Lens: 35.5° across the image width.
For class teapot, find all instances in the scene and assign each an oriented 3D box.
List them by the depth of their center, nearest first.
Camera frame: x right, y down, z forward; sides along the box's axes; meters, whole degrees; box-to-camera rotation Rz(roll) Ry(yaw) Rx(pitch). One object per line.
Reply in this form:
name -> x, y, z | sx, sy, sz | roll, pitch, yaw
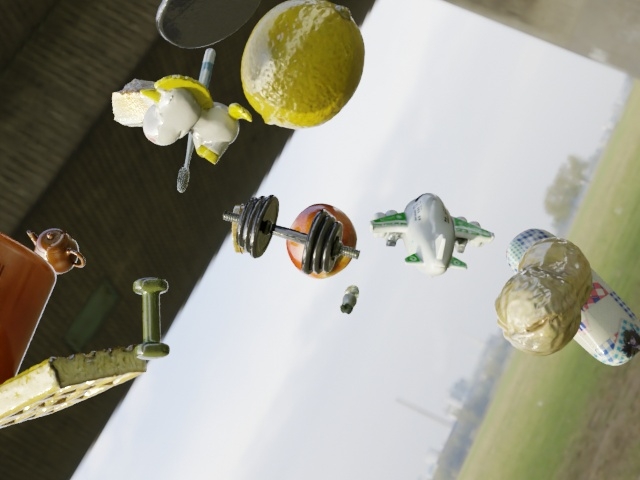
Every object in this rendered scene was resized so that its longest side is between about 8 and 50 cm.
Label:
teapot -> -0.661, 0.020, 2.499 | 0.116, 0.173, 0.116 | -53, -25, -38

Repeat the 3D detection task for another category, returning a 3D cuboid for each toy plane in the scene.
toy plane -> 0.151, -0.010, 1.366 | 0.174, 0.174, 0.080 | -47, -31, -55

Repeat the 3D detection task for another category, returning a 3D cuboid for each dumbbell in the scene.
dumbbell -> -0.043, -0.008, 1.443 | 0.099, 0.208, 0.099 | 17, -90, -79
dumbbell -> -0.245, 0.113, 1.445 | 0.046, 0.052, 0.118 | 115, 151, -73

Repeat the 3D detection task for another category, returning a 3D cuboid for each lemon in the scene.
lemon -> -0.035, -0.357, 2.022 | 0.267, 0.267, 0.267 | -59, -14, -24

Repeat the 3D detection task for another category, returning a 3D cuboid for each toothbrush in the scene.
toothbrush -> -0.224, -0.219, 1.788 | 0.025, 0.019, 0.276 | 79, -159, -76

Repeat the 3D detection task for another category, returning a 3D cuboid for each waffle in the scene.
waffle -> -0.427, 0.236, 1.588 | 0.221, 0.055, 0.248 | -26, -10, 21

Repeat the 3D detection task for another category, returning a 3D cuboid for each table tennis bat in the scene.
table tennis bat -> -0.158, -0.309, 1.256 | 0.150, 0.027, 0.236 | -37, -21, 16

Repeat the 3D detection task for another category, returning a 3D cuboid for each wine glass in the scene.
wine glass -> 0.068, 0.139, 2.339 | 0.042, 0.039, 0.083 | -46, 7, 26

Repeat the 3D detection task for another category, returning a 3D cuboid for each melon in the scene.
melon -> -0.430, -0.361, 2.503 | 0.093, 0.202, 0.140 | 64, -142, -36

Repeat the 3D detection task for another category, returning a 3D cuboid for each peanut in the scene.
peanut -> 0.377, 0.087, 1.675 | 0.313, 0.149, 0.149 | -50, -19, -53

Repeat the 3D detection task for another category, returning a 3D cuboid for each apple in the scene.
apple -> 0.000, 0.000, 2.118 | 0.163, 0.139, 0.163 | -35, -23, -17

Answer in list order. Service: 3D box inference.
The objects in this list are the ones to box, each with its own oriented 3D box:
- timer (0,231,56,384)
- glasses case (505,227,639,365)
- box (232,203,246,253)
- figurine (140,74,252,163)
timer -> -0.574, 0.105, 1.631 | 0.161, 0.250, 0.258 | -12, 52, 47
glasses case -> 0.504, 0.107, 1.978 | 0.125, 0.327, 0.076 | -30, -21, -30
box -> -0.158, -0.024, 2.080 | 0.105, 0.037, 0.106 | 0, -90, -86
figurine -> -0.201, -0.193, 1.509 | 0.129, 0.178, 0.109 | -35, 48, 39
